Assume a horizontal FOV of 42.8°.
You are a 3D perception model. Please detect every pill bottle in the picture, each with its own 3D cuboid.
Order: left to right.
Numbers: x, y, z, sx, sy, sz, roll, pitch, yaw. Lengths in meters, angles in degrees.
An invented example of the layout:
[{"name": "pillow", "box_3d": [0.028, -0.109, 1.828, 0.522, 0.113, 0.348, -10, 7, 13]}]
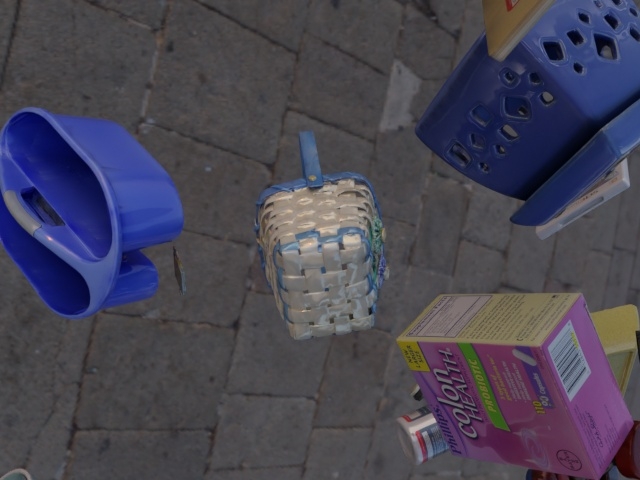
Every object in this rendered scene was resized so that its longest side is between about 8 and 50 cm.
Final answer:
[{"name": "pill bottle", "box_3d": [0.261, 0.402, 1.766, 0.180, 0.108, 0.108, -20, 116, -15]}]

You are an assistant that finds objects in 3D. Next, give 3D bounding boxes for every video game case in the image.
[{"name": "video game case", "box_3d": [0.478, -0.101, 1.502, 0.023, 0.183, 0.201, 46, 32, -12]}]

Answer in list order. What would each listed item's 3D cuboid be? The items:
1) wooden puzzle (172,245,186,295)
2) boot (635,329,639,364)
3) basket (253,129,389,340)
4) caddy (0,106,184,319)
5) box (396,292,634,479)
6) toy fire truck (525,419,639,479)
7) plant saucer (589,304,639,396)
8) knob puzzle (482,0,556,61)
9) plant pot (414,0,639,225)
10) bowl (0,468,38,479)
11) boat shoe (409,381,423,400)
[{"name": "wooden puzzle", "box_3d": [-0.217, 0.051, 1.259, 0.006, 0.049, 0.083, -12, 135, -19]}, {"name": "boot", "box_3d": [0.615, 0.233, 1.196, 0.348, 0.260, 0.131, -73, 150, -50]}, {"name": "basket", "box_3d": [0.000, 0.000, 1.285, 0.201, 0.289, 0.255, -11, 129, -4]}, {"name": "caddy", "box_3d": [-0.360, -0.044, 1.180, 0.179, 0.341, 0.241, -8, 132, -49]}, {"name": "box", "box_3d": [0.261, 0.191, 1.117, 0.117, 0.243, 0.214, -39, 112, -35]}, {"name": "toy fire truck", "box_3d": [0.452, 0.433, 1.398, 0.253, 0.169, 0.302, -11, 92, -42]}, {"name": "plant saucer", "box_3d": [0.517, 0.315, 1.699, 0.332, 0.081, 0.333, -9, 120, -21]}, {"name": "knob puzzle", "box_3d": [0.181, -0.228, 0.548, 0.030, 0.213, 0.213, 29, 75, -15]}, {"name": "plant pot", "box_3d": [0.297, -0.169, 1.027, 0.236, 0.236, 0.212, -33, 78, -33]}, {"name": "bowl", "box_3d": [-0.434, 0.509, 1.184, 0.163, 0.311, 0.312, 33, 73, -27]}, {"name": "boat shoe", "box_3d": [0.289, 0.279, 1.777, 0.233, 0.079, 0.084, -33, 165, -29]}]
